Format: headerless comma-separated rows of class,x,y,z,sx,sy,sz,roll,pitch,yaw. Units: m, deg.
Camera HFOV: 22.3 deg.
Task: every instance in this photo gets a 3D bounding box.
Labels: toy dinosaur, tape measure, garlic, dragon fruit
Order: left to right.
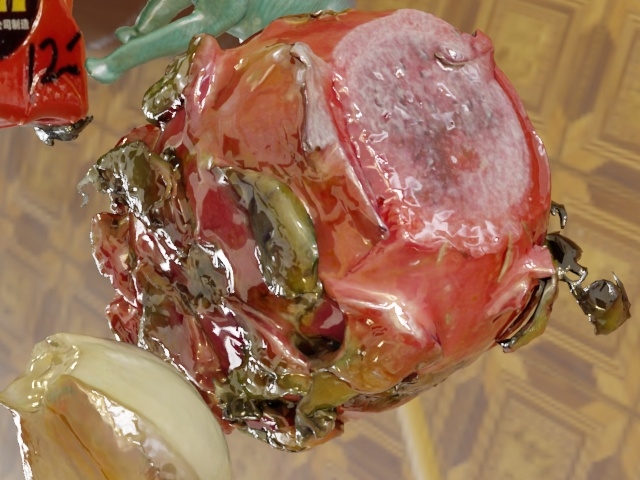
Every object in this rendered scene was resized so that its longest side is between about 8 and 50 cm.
tape measure,-0.310,-0.201,1.324,0.114,0.253,0.260,0,96,41
garlic,-0.100,0.150,0.821,0.115,0.128,0.206,31,117,32
toy dinosaur,-0.004,-0.229,1.283,0.331,0.383,0.129,-48,51,23
dragon fruit,0.000,0.000,0.984,0.291,0.269,0.250,-46,64,48
